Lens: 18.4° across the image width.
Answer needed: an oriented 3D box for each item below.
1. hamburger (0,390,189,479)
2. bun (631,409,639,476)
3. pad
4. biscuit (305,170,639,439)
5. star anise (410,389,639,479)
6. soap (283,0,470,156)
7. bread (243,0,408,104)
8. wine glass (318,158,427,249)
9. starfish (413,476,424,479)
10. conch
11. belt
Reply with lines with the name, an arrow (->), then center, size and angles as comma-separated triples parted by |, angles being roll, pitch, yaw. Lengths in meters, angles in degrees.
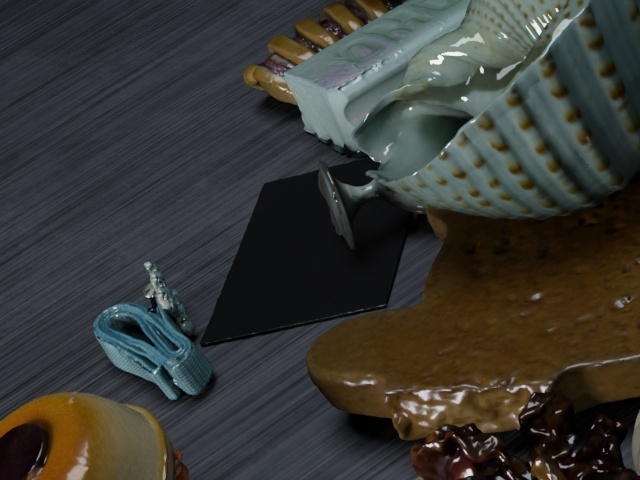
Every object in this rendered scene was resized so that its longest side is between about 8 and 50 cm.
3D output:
hamburger -> -0.218, 0.231, 1.649 | 0.237, 0.147, 0.237 | -27, 32, 18
bun -> 0.295, 0.132, 1.474 | 0.138, 0.094, 0.138 | -16, 30, 9
pad -> 0.000, 0.000, 2.027 | 0.202, 0.005, 0.300 | -13, 30, 20
biscuit -> 0.194, 0.045, 1.733 | 0.368, 0.076, 0.394 | -9, 28, 27
star anise -> 0.162, 0.189, 1.396 | 0.220, 0.126, 0.190 | -1, 37, 1
soap -> 0.102, -0.205, 2.209 | 0.261, 0.094, 0.150 | -32, 29, -14
bread -> 0.022, -0.231, 2.330 | 0.225, 0.081, 0.134 | -29, 29, -13
wine glass -> 0.112, -0.069, 1.961 | 0.222, 0.103, 0.103 | -19, 27, -3
starfish -> 0.038, 0.254, 1.492 | 0.347, 0.078, 0.358 | -10, 31, 30
conch -> 0.203, -0.128, 1.745 | 0.319, 0.215, 0.303 | -48, 13, 18
belt -> -0.150, 0.095, 1.927 | 0.100, 0.065, 0.179 | -41, 33, -13
